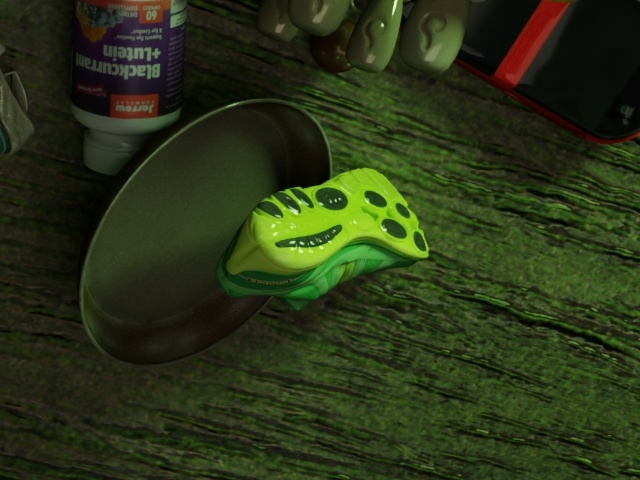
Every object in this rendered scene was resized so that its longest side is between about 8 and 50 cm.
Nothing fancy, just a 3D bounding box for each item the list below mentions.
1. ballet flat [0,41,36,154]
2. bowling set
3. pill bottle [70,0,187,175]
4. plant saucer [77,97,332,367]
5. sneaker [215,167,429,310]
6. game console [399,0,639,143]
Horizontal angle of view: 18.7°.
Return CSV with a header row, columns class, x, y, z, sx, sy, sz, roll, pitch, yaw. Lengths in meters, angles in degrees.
class,x,y,z,sx,sy,sz,roll,pitch,yaw
ballet flat,-0.317,-0.160,1.847,0.052,0.057,0.168,-39,128,-31
bowling set,0.015,-0.256,1.871,0.287,0.200,0.154,21,83,0
pill bottle,-0.183,-0.164,1.850,0.108,0.108,0.193,-3,114,-18
plant saucer,-0.121,-0.014,1.913,0.310,0.050,0.310,-31,142,-28
sneaker,0.000,0.000,1.959,0.123,0.109,0.295,-37,161,33
game console,0.285,-0.316,1.984,0.342,0.060,0.386,29,101,-21
